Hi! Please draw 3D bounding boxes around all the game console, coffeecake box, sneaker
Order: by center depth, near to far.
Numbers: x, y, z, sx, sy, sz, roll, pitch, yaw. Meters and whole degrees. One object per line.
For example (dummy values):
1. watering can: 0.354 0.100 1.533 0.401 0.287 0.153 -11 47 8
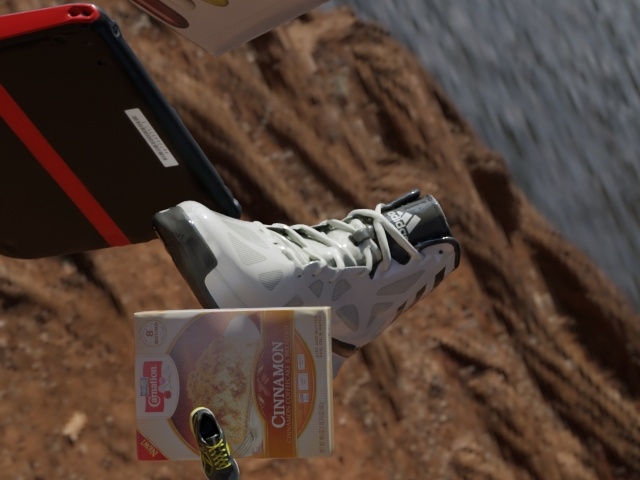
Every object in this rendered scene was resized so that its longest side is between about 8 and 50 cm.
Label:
1. sneaker: -0.098 0.191 1.410 0.083 0.031 0.035 64 -11 7
2. coffeecake box: -0.082 0.137 1.489 0.068 0.186 0.142 24 64 -86
3. game console: -0.311 -0.113 1.757 0.386 0.342 0.060 57 30 -49
4. sneaker: 0.000 -0.001 1.757 0.169 0.257 0.447 55 9 27

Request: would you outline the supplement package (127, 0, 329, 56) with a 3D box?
1. supplement package: -0.033 -0.276 1.088 0.145 0.262 0.204 30 66 -25
